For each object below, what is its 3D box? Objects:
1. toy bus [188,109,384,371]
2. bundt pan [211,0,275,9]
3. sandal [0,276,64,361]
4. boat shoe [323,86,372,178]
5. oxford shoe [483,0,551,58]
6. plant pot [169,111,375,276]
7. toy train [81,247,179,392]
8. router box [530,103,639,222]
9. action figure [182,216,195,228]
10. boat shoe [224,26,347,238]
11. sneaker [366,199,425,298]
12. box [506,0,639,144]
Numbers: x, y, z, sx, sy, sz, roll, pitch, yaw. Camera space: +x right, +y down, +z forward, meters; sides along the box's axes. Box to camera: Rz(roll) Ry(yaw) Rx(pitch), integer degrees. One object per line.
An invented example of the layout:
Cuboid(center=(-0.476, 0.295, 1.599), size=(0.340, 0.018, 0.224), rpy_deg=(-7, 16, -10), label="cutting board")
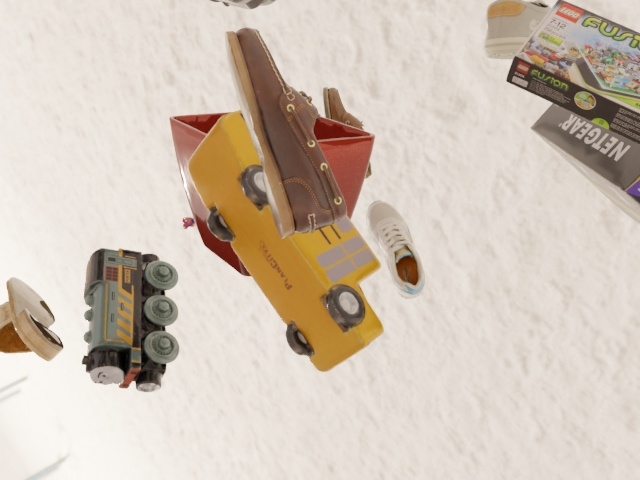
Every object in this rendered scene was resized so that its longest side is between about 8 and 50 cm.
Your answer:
Cuboid(center=(-0.036, -0.005, 0.926), size=(0.333, 0.130, 0.108), rpy_deg=(55, 133, 7), label="toy bus")
Cuboid(center=(-0.142, -0.672, 1.631), size=(0.124, 0.330, 0.331), rpy_deg=(34, 138, 28), label="bundt pan")
Cuboid(center=(-0.412, 0.120, 0.979), size=(0.088, 0.079, 0.240), rpy_deg=(50, 168, -28), label="sandal")
Cuboid(center=(0.072, -0.291, 1.994), size=(0.111, 0.104, 0.307), rpy_deg=(72, -173, -68), label="boat shoe")
Cuboid(center=(0.501, -0.480, 1.660), size=(0.169, 0.449, 0.130), rpy_deg=(2, 100, 37), label="oxford shoe")
Cuboid(center=(-0.092, -0.086, 1.268), size=(0.267, 0.267, 0.236), rpy_deg=(31, 124, 52), label="plant pot")
Cuboid(center=(-0.409, 0.164, 1.547), size=(0.142, 0.190, 0.334), rpy_deg=(-50, 38, 44), label="toy train")
Cuboid(center=(0.453, -0.077, 1.010), size=(0.243, 0.081, 0.309), rpy_deg=(36, -165, -19), label="router box")
Cuboid(center=(-0.241, -0.041, 1.417), size=(0.115, 0.038, 0.030), rpy_deg=(-18, 74, 51), label="action figure")
Cuboid(center=(-0.034, -0.107, 0.694), size=(0.073, 0.073, 0.207), rpy_deg=(154, 98, -82), label="boat shoe")
Cuboid(center=(0.169, 0.011, 1.578), size=(0.092, 0.087, 0.229), rpy_deg=(87, 159, -76), label="sneaker")
Cuboid(center=(0.303, -0.158, 0.718), size=(0.207, 0.114, 0.036), rpy_deg=(30, 149, 15), label="box")
